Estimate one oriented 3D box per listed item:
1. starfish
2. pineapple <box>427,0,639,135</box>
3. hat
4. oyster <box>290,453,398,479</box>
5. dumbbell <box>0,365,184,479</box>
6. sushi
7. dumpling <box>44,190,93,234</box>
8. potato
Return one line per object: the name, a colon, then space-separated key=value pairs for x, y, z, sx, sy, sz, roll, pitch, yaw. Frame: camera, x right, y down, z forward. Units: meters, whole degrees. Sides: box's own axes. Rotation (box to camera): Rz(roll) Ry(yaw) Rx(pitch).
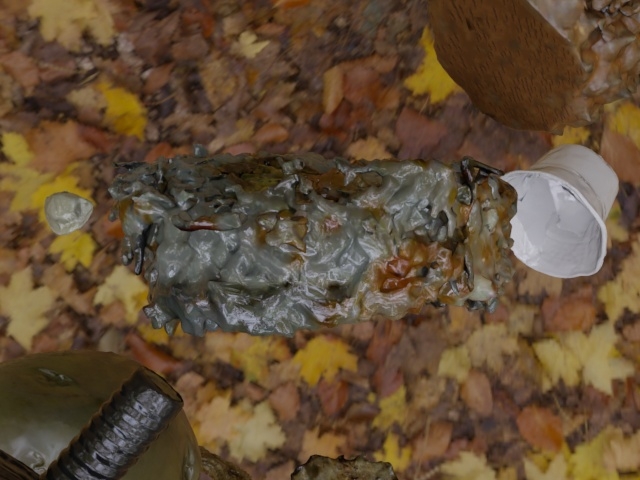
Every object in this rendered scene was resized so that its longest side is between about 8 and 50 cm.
starfish: x=-0.079 y=0.346 z=1.608 sx=0.375 sy=0.327 sz=0.094 roll=16 pitch=107 yaw=49
pineapple: x=0.283 y=-0.267 z=1.151 sx=0.357 sy=0.223 sz=0.223 roll=-38 pitch=101 yaw=-22
hat: x=0.341 y=-0.056 z=1.689 sx=0.203 sy=0.126 sz=0.203 roll=30 pitch=149 yaw=20
oyster: x=0.025 y=0.255 z=0.972 sx=0.105 sy=0.177 sz=0.056 roll=2 pitch=145 yaw=-28
dumbbell: x=-0.162 y=0.171 z=0.432 sx=0.143 sy=0.143 sz=0.325 roll=41 pitch=94 yaw=-5
sushi: x=-0.004 y=0.000 z=1.172 sx=0.418 sy=0.417 sz=0.175 roll=3 pitch=95 yaw=9
dumpling: x=-0.345 y=-0.036 z=1.634 sx=0.077 sy=0.043 sz=0.059 roll=12 pitch=85 yaw=5
potato: x=-0.260 y=0.230 z=1.266 sx=0.243 sy=0.326 sz=0.221 roll=18 pitch=98 yaw=27
